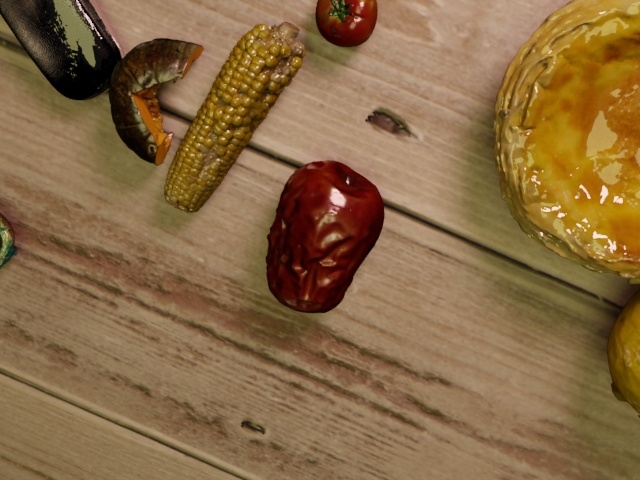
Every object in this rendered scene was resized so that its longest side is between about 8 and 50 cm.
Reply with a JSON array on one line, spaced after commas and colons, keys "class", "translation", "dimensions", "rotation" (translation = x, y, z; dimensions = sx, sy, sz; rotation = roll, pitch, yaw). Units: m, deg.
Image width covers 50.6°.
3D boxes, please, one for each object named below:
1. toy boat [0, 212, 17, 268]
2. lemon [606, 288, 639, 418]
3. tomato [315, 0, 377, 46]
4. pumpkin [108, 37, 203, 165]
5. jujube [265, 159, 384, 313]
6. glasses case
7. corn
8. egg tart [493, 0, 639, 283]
[{"class": "toy boat", "translation": [-0.624, -0.056, 1.096], "dimensions": [0.293, 0.099, 0.108], "rotation": [33, 111, -11]}, {"class": "lemon", "translation": [0.522, 0.140, 0.901], "dimensions": [0.236, 0.236, 0.263], "rotation": [33, 131, -3]}, {"class": "tomato", "translation": [0.036, -0.302, 0.910], "dimensions": [0.087, 0.075, 0.087], "rotation": [4, 101, 21]}, {"class": "pumpkin", "translation": [-0.246, -0.207, 0.964], "dimensions": [0.107, 0.119, 0.183], "rotation": [19, 108, -9]}, {"class": "jujube", "translation": [0.000, 0.000, 0.982], "dimensions": [0.155, 0.155, 0.230], "rotation": [20, 113, 2]}, {"class": "glasses case", "translation": [-0.398, -0.349, 0.963], "dimensions": [0.122, 0.075, 0.314], "rotation": [-28, 103, 19]}, {"class": "corn", "translation": [-0.131, -0.175, 0.973], "dimensions": [0.097, 0.097, 0.320], "rotation": [35, 113, -4]}, {"class": "egg tart", "translation": [0.405, -0.131, 0.833], "dimensions": [0.388, 0.169, 0.388], "rotation": [9, 112, 24]}]
